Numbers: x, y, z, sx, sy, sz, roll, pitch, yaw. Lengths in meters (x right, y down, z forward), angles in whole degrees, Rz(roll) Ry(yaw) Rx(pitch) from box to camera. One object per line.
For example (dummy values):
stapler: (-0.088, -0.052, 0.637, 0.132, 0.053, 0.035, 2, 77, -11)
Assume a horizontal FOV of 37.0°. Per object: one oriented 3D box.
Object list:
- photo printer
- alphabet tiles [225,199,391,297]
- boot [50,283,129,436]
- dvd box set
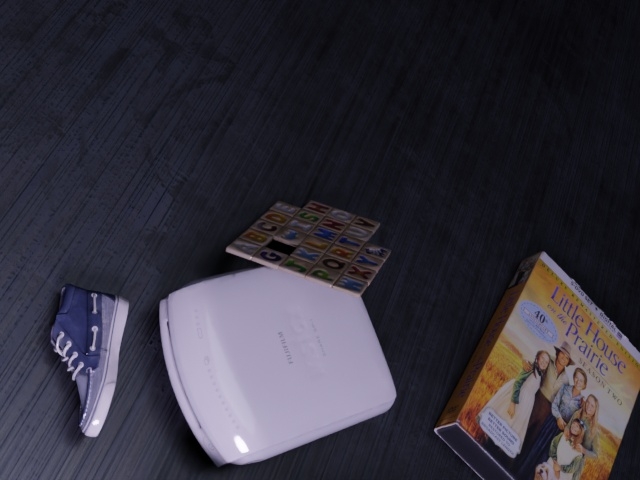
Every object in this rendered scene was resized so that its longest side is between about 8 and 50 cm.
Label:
photo printer: (-0.065, 0.156, 1.307, 0.307, 0.107, 0.256, -11, 76, -39)
alphabet tiles: (0.000, 0.000, 1.388, 0.198, 0.009, 0.237, 18, 27, 13)
boot: (-0.296, 0.146, 1.179, 0.086, 0.069, 0.190, 17, 51, -21)
dvd box set: (0.390, 0.260, 1.618, 0.307, 0.062, 0.420, 46, 50, -10)
